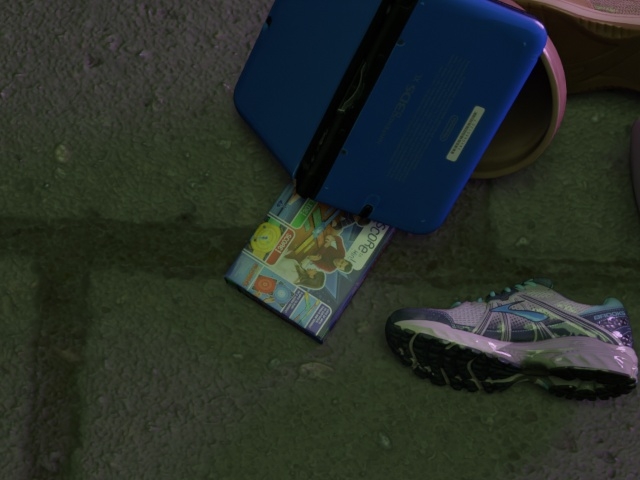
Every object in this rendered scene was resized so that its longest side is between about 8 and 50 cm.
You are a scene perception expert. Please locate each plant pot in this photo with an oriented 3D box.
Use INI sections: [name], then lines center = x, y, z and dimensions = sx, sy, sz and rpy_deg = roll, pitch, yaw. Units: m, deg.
[plant pot]
center = 0.177, -0.198, 1.629
dimensions = 0.237, 0.237, 0.110
rpy_deg = 31, 44, 8

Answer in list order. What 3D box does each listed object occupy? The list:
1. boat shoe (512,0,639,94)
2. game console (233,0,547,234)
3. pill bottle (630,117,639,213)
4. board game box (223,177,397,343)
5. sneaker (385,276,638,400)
[boat shoe]
center = 0.323, -0.245, 1.676
dimensions = 0.341, 0.121, 0.110
rpy_deg = 12, 42, 12
[game console]
center = 0.068, -0.191, 1.577
dimensions = 0.250, 0.293, 0.173
rpy_deg = 18, 32, -16
[pill bottle]
center = 0.504, -0.092, 1.601
dimensions = 0.283, 0.161, 0.161
rpy_deg = -9, 76, -1
[board game box]
center = 0.000, 0.000, 1.650
dimensions = 0.136, 0.035, 0.201
rpy_deg = 33, 79, 9
[sneaker]
center = 0.214, 0.103, 1.603
dimensions = 0.283, 0.110, 0.122
rpy_deg = 9, 59, 0
